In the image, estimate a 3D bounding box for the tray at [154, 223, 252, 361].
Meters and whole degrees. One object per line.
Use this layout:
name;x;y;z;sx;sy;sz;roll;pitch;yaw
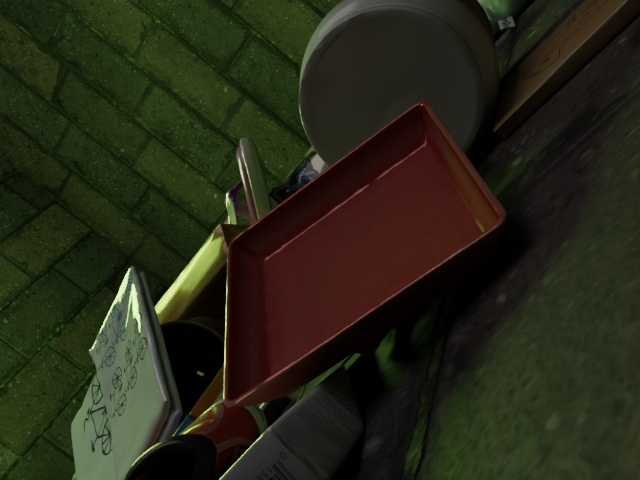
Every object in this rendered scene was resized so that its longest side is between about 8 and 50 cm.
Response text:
tray;-0.179;0.113;1.279;0.203;0.076;0.411;3;-36;-38

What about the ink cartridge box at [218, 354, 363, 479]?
ink cartridge box;-0.034;0.186;0.559;0.189;0.066;0.232;-49;-15;17

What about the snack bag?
snack bag;-0.305;0.259;1.021;0.342;0.037;0.323;-62;35;21

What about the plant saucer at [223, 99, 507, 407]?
plant saucer;0.027;0.008;0.621;0.258;0.047;0.259;-36;28;13

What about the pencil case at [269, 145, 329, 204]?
pencil case;0.086;-0.189;1.296;0.410;0.160;0.183;-51;21;4

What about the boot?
boot;-0.165;0.254;0.638;0.244;0.088;0.176;-50;-10;12

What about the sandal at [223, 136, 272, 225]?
sandal;-0.135;-0.012;1.326;0.416;0.102;0.169;85;168;-50

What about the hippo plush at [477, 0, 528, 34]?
hippo plush;0.276;-0.500;1.381;0.234;0.236;0.294;-48;7;20

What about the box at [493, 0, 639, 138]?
box;0.269;-0.212;0.748;0.201;0.021;0.164;-45;8;37

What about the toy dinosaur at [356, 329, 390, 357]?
toy dinosaur;0.072;0.031;0.650;0.112;0.064;0.211;-10;42;49

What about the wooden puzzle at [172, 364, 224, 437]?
wooden puzzle;-0.162;0.251;0.877;0.238;0.044;0.221;-55;0;34

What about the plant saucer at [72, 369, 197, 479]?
plant saucer;-0.371;0.379;1.525;0.400;0.100;0.400;-50;7;8

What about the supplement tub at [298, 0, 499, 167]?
supplement tub;0.108;-0.214;0.904;0.241;0.241;0.331;-48;7;26

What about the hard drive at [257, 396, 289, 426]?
hard drive;-0.091;0.222;0.780;0.135;0.022;0.094;-53;7;-14

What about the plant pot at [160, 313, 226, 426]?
plant pot;-0.198;0.195;1.134;0.167;0.167;0.165;-50;-1;7
